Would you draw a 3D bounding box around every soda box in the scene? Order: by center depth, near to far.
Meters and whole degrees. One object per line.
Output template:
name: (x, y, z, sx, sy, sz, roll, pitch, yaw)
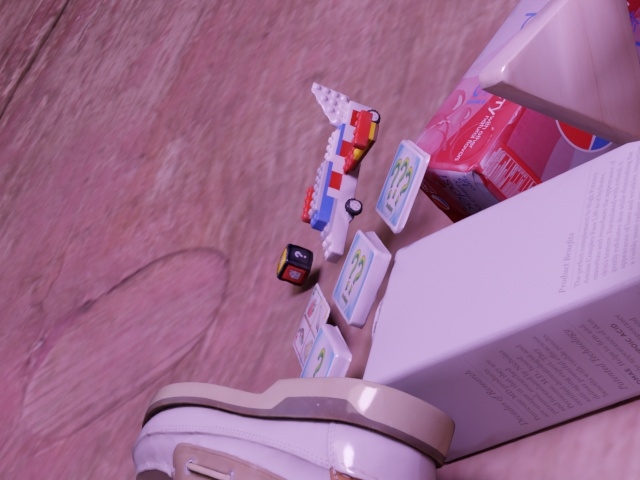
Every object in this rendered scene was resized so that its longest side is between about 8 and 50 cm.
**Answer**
soda box: (0.170, -0.120, 1.115, 0.263, 0.083, 0.092, -53, 27, -15)

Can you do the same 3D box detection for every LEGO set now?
LEGO set: (0.000, 0.000, 1.136, 0.244, 0.060, 0.182, -118, 49, -76)

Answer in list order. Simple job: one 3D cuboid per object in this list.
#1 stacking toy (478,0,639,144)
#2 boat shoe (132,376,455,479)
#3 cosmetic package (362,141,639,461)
stacking toy: (0.199, -0.128, 0.881, 0.130, 0.309, 0.279, -7, 56, 65)
boat shoe: (-0.040, 0.148, 1.006, 0.302, 0.113, 0.103, -20, 48, 61)
cosmetic package: (0.140, 0.030, 0.947, 0.231, 0.085, 0.117, -26, 32, 39)
